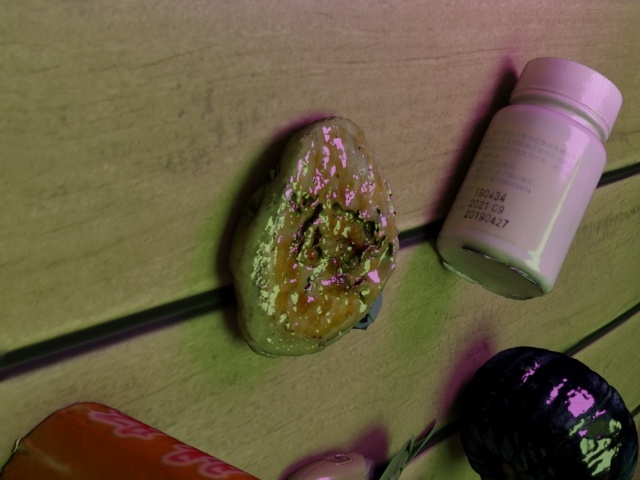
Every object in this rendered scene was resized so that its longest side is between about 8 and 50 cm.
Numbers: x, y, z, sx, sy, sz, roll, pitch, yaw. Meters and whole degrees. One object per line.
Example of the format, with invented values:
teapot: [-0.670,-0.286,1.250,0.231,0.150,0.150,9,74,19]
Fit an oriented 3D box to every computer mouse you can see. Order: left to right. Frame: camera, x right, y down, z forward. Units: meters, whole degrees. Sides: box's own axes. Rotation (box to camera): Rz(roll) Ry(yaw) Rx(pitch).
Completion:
computer mouse: [0.014,0.413,1.719,0.236,0.082,0.145,5,102,-58]

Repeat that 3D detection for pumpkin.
pumpkin: [0.439,0.378,2.130,0.266,0.363,0.363,-40,139,-22]

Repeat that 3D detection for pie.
pie: [0.000,0.000,1.446,0.339,0.077,0.339,-22,117,-51]

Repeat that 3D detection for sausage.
sausage: [-0.175,0.327,1.155,0.233,0.287,0.233,-36,136,-44]

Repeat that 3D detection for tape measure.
tape measure: [0.050,0.089,1.621,0.094,0.054,0.091,-1,106,-49]

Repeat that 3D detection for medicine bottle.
medicine bottle: [0.361,-0.105,1.863,0.379,0.213,0.213,-63,149,-11]

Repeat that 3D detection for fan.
fan: [0.134,0.415,1.929,0.414,0.012,0.233,-29,145,-63]
